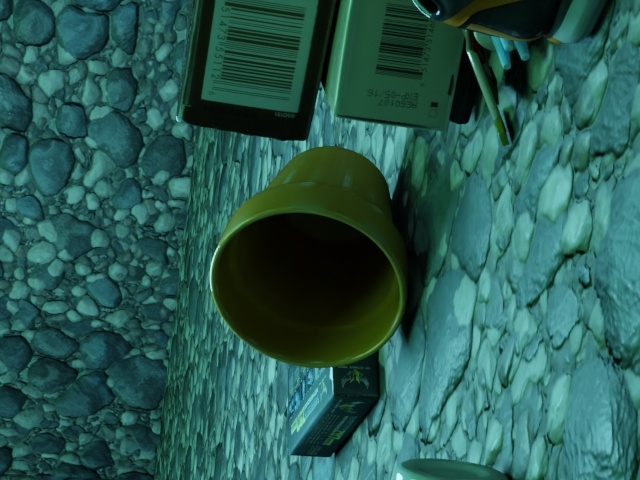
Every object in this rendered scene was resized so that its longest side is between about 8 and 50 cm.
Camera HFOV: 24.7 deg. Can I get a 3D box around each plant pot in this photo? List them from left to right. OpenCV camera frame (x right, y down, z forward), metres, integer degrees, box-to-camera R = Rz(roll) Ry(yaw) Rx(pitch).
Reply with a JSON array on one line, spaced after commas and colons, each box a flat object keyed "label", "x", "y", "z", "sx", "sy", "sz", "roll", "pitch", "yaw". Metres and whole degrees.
[{"label": "plant pot", "x": 0.000, "y": 0.000, "z": 1.569, "sx": 0.188, "sy": 0.205, "sz": 0.205, "roll": -75, "pitch": -1, "yaw": -54}]

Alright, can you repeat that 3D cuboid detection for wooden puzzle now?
[{"label": "wooden puzzle", "x": 0.138, "y": -0.144, "z": 1.236, "sx": 0.078, "sy": 0.014, "sz": 0.116, "roll": -94, "pitch": -19, "yaw": -55}]

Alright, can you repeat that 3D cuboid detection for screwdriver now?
[{"label": "screwdriver", "x": 0.140, "y": -0.191, "z": 1.345, "sx": 0.025, "sy": 0.024, "sz": 0.170, "roll": -7, "pitch": -74, "yaw": -72}]

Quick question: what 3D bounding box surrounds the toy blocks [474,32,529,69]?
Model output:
[{"label": "toy blocks", "x": 0.155, "y": -0.222, "z": 1.195, "sx": 0.148, "sy": 0.054, "sz": 0.123, "roll": -97, "pitch": 16, "yaw": -46}]

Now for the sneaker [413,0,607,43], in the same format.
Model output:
[{"label": "sneaker", "x": 0.135, "y": -0.277, "z": 0.999, "sx": 0.124, "sy": 0.180, "sz": 0.321, "roll": -101, "pitch": 19, "yaw": -53}]

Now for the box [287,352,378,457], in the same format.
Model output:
[{"label": "box", "x": 0.011, "y": 0.139, "z": 1.744, "sx": 0.232, "sy": 0.059, "sz": 0.183, "roll": 117, "pitch": 155, "yaw": -61}]

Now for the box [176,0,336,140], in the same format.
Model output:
[{"label": "box", "x": -0.065, "y": -0.286, "z": 1.531, "sx": 0.381, "sy": 0.143, "sz": 0.191, "roll": -90, "pitch": 10, "yaw": -56}]

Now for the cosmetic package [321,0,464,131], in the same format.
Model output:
[{"label": "cosmetic package", "x": 0.063, "y": -0.224, "z": 1.448, "sx": 0.309, "sy": 0.113, "sz": 0.160, "roll": -108, "pitch": 26, "yaw": -72}]

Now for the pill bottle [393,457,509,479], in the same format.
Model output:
[{"label": "pill bottle", "x": 0.098, "y": 0.267, "z": 1.174, "sx": 0.094, "sy": 0.094, "sz": 0.169, "roll": -158, "pitch": 74, "yaw": -78}]
